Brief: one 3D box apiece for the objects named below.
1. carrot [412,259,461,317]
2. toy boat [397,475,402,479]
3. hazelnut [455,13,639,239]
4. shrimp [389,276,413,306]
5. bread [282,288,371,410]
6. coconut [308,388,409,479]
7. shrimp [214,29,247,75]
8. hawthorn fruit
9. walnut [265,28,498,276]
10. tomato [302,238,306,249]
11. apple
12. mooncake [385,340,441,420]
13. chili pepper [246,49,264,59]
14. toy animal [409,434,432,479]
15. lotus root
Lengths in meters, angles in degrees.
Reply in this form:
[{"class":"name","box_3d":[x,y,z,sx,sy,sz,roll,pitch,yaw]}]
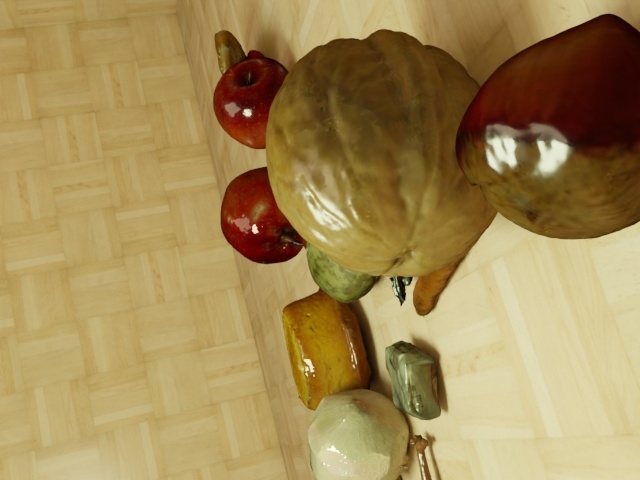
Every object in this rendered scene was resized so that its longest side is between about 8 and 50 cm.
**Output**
[{"class":"carrot","box_3d":[0.183,0.058,1.103,0.247,0.059,0.059,98,155,-56]},{"class":"toy boat","box_3d":[0.136,0.556,1.538,0.229,0.089,0.088,63,144,35]},{"class":"hazelnut","box_3d":[0.234,-0.108,0.622,0.208,0.208,0.208,169,90,-74]},{"class":"shrimp","box_3d":[0.079,-0.028,1.185,0.075,0.178,0.289,-52,-44,-68]},{"class":"bread","box_3d":[0.010,0.260,1.616,0.312,0.173,0.311,167,90,-76]},{"class":"coconut","box_3d":[0.077,0.417,1.426,0.233,0.224,0.224,102,153,-44]},{"class":"shrimp","box_3d":[-0.233,-0.449,1.998,0.445,0.085,0.271,34,-137,-88]},{"class":"hawthorn fruit","box_3d":[-0.118,-0.053,1.776,0.300,0.254,0.253,30,133,45]},{"class":"walnut","box_3d":[0.081,-0.116,0.879,0.333,0.333,0.332,169,90,-74]},{"class":"tomato","box_3d":[0.000,0.000,1.641,0.075,0.087,0.087,43,-170,-39]},{"class":"apple","box_3d":[-0.159,-0.343,1.711,0.201,0.218,0.218,55,-167,-61]},{"class":"mooncake","box_3d":[0.170,0.256,1.243,0.125,0.073,0.129,-156,57,-74]},{"class":"chili pepper","box_3d":[-0.153,-0.397,1.921,0.137,0.092,0.368,63,-161,-78]},{"class":"toy animal","box_3d":[0.214,0.513,1.288,0.229,0.067,0.224,-113,19,-50]},{"class":"lotus root","box_3d":[0.053,0.038,1.377,0.309,0.173,0.173,95,159,-64]}]
